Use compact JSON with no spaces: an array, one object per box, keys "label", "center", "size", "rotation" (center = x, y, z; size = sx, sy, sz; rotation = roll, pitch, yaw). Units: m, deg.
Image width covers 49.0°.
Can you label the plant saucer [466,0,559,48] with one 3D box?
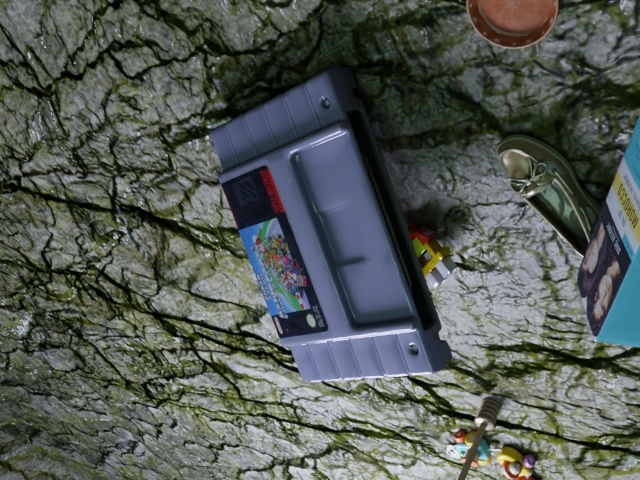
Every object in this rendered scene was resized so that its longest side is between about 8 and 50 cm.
[{"label":"plant saucer","center":[0.174,-0.215,0.637],"size":[0.084,0.013,0.083],"rotation":[20,138,19]}]

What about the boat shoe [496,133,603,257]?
[{"label":"boat shoe","center":[0.240,-0.047,0.733],"size":[0.153,0.048,0.056],"rotation":[46,140,-13]}]

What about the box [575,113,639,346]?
[{"label":"box","center":[0.303,-0.024,0.633],"size":[0.060,0.100,0.244],"rotation":[7,127,1]}]

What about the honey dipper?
[{"label":"honey dipper","center":[0.222,0.299,1.009],"size":[0.031,0.160,0.030],"rotation":[20,140,18]}]

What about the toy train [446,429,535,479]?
[{"label":"toy train","center":[0.281,0.373,1.133],"size":[0.166,0.046,0.125],"rotation":[23,139,15]}]

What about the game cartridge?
[{"label":"game cartridge","center":[0.000,0.000,0.848],"size":[0.230,0.068,0.354],"rotation":[-17,96,40]}]

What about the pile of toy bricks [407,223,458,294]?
[{"label":"pile of toy bricks","center":[0.075,0.058,0.923],"size":[0.105,0.118,0.212],"rotation":[53,148,15]}]
